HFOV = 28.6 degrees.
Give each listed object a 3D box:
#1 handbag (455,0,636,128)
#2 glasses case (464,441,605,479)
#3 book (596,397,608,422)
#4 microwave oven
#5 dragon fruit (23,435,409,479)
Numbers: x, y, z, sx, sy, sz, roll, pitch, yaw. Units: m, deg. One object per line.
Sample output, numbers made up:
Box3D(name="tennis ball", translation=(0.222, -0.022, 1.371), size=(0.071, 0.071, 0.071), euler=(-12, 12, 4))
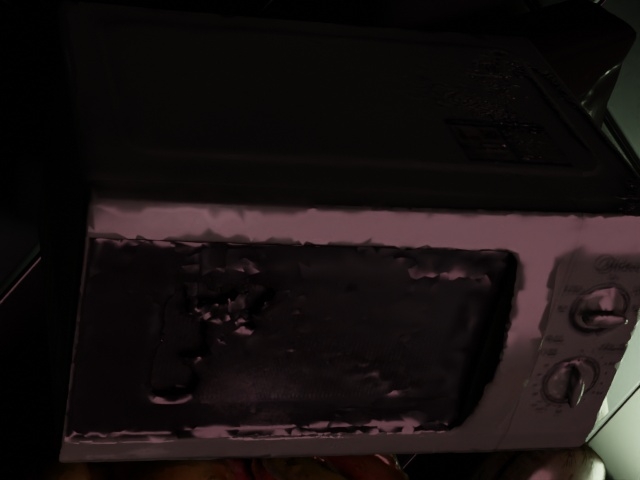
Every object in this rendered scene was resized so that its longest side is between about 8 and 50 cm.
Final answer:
Box3D(name="handbag", translation=(0.117, -0.049, 0.929), size=(0.246, 0.080, 0.223), euler=(-20, 133, -26))
Box3D(name="glasses case", translation=(0.134, 0.364, 1.265), size=(0.156, 0.098, 0.425), euler=(20, 108, -45))
Box3D(name="book", translation=(0.257, 0.163, 1.271), size=(0.077, 0.014, 0.111), euler=(-35, 139, -15))
Box3D(name="microwave oven", translation=(0.000, 0.000, 0.703), size=(0.295, 0.237, 0.181), euler=(1, 124, -17))
Box3D(name="dragon fruit", translation=(-0.075, 0.208, 0.861), size=(0.291, 0.250, 0.269), euler=(25, 99, -33))
